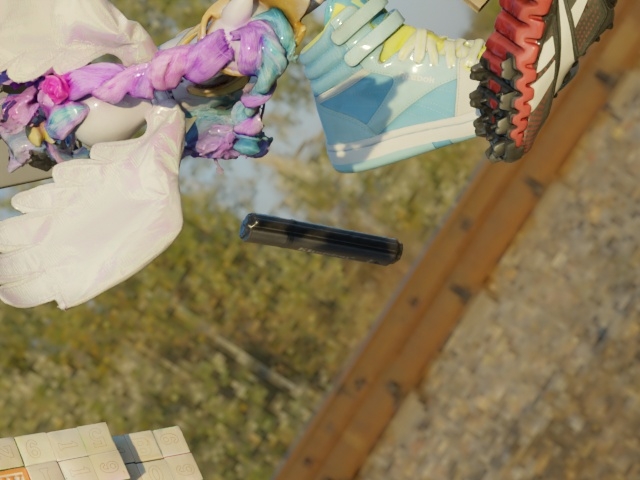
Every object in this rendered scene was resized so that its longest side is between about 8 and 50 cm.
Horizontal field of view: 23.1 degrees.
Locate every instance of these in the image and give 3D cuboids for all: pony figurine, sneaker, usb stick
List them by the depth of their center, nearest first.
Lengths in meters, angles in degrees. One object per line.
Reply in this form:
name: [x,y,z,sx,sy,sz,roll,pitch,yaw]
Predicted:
pony figurine: [-0.177,-0.125,1.352,0.351,0.303,0.363,-24,3,-15]
sneaker: [0.231,-0.204,1.589,0.097,0.135,0.276,-127,38,-54]
sneaker: [0.116,-0.214,1.774,0.319,0.208,0.127,-19,16,22]
usb stick: [0.000,0.000,2.639,0.077,0.278,0.045,132,145,-64]

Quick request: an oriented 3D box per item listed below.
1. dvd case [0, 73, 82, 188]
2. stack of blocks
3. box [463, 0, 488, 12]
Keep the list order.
dvd case: [-0.359,-0.142,1.661,0.029,0.179,0.238,-6,7,40]
stack of blocks: [-0.303,0.313,1.977,0.297,0.087,0.171,-5,-36,-37]
box: [0.167,-0.401,1.915,0.164,0.201,0.021,-50,-7,-7]
